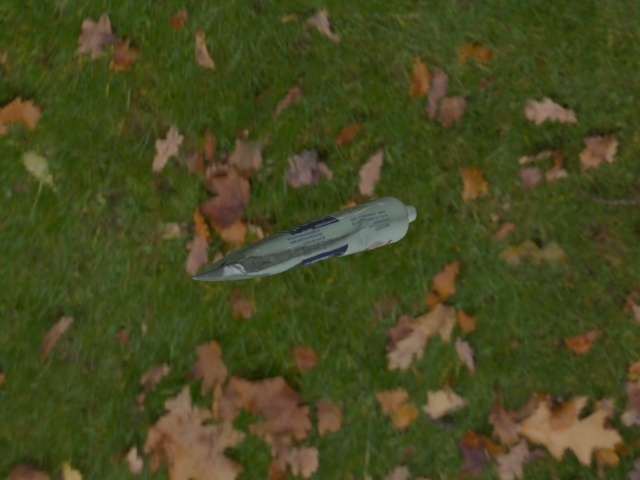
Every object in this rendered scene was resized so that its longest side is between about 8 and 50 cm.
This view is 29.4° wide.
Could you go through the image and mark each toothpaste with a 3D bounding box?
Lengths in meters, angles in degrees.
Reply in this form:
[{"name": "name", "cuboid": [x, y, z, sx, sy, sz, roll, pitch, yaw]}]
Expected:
[{"name": "toothpaste", "cuboid": [0.000, 0.000, 0.923, 0.060, 0.233, 0.038, -13, 92, 43]}]
